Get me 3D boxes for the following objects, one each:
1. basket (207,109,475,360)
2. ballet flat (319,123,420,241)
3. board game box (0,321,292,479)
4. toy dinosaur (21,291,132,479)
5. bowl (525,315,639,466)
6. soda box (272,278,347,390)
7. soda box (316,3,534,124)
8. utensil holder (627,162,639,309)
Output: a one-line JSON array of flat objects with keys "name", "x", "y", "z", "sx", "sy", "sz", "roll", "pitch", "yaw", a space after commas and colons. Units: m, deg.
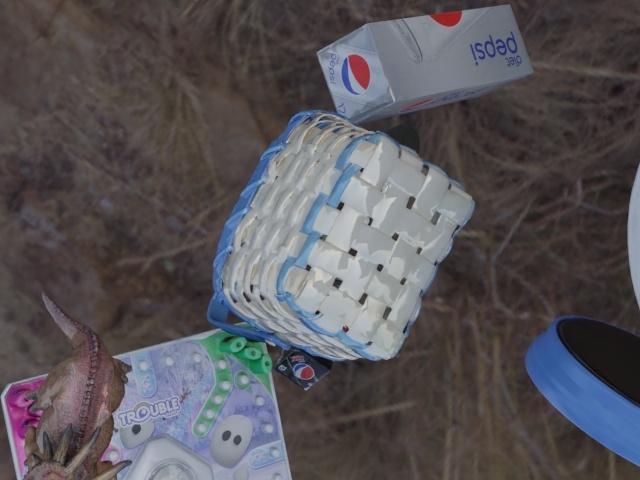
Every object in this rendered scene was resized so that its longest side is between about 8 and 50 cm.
[{"name": "basket", "x": 0.000, "y": 0.000, "z": 1.157, "sx": 0.201, "sy": 0.255, "sz": 0.289, "roll": 32, "pitch": 174, "yaw": -29}, {"name": "ballet flat", "x": 0.076, "y": -0.062, "z": 1.870, "sx": 0.095, "sy": 0.280, "sz": 0.096, "roll": 38, "pitch": -175, "yaw": -31}, {"name": "board game box", "x": -0.203, "y": 0.339, "z": 1.569, "sx": 0.050, "sy": 0.390, "sz": 0.390, "roll": -5, "pitch": 97, "yaw": 58}, {"name": "toy dinosaur", "x": -0.246, "y": 0.186, "z": 1.172, "sx": 0.127, "sy": 0.296, "sz": 0.200, "roll": 2, "pitch": 163, "yaw": -9}, {"name": "bowl", "x": 0.509, "y": 0.243, "z": 1.799, "sx": 0.391, "sy": 0.391, "sz": 0.077, "roll": 28, "pitch": 108, "yaw": 4}, {"name": "soda box", "x": 0.000, "y": 0.107, "z": 1.469, "sx": 0.053, "sy": 0.169, "sz": 0.060, "roll": 36, "pitch": 131, "yaw": -11}, {"name": "soda box", "x": 0.132, "y": -0.214, "z": 1.389, "sx": 0.091, "sy": 0.286, "sz": 0.098, "roll": -21, "pitch": 87, "yaw": 45}, {"name": "utensil holder", "x": 0.440, "y": -0.030, "z": 0.812, "sx": 0.327, "sy": 0.385, "sz": 0.328, "roll": 14, "pitch": 114, "yaw": 36}]
